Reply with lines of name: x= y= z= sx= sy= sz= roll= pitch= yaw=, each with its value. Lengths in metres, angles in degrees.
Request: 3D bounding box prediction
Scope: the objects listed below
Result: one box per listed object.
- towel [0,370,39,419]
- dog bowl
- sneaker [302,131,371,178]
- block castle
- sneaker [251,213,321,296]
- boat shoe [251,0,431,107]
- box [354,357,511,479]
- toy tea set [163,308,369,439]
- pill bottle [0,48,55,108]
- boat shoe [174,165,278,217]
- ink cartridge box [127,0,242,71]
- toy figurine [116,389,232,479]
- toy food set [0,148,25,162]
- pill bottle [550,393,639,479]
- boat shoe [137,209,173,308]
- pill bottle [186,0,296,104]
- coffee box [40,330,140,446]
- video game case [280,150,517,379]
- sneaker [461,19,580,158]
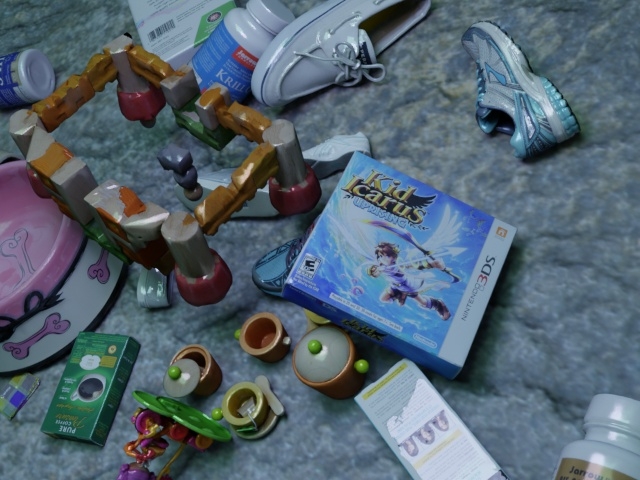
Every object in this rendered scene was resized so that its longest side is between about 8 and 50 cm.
towel: x=-0.531 y=0.265 z=1.605 sx=0.060 sy=0.009 sz=0.083 roll=27 pitch=74 yaw=34
dog bowl: x=-0.558 y=0.030 z=1.671 sx=0.408 sy=0.150 sz=0.408 roll=-12 pitch=54 yaw=17
sneaker: x=0.015 y=-0.147 z=1.584 sx=0.152 sy=0.053 sz=0.061 roll=-9 pitch=48 yaw=13
block castle: x=-0.255 y=-0.111 z=1.492 sx=0.453 sy=0.213 sz=0.303 roll=31 pitch=65 yaw=27
sneaker: x=0.000 y=0.000 z=1.446 sx=0.262 sy=0.125 sz=0.104 roll=-21 pitch=53 yaw=12
boat shoe: x=0.054 y=-0.340 z=1.644 sx=0.367 sy=0.136 sz=0.156 roll=-37 pitch=54 yaw=-13
box: x=0.155 y=0.278 z=1.240 sx=0.100 sy=0.060 sz=0.244 roll=-38 pitch=52 yaw=-1
toy tea set: x=-0.085 y=0.176 z=1.377 sx=0.336 sy=0.124 sz=0.200 roll=-26 pitch=53 yaw=9
pill bottle: x=-0.683 y=-0.344 z=1.994 sx=0.187 sy=0.112 sz=0.112 roll=-8 pitch=57 yaw=21
boat shoe: x=-0.149 y=-0.090 z=1.615 sx=0.228 sy=0.079 sz=0.081 roll=4 pitch=43 yaw=29
ink cartridge box: x=-0.258 y=-0.439 z=1.849 sx=0.201 sy=0.117 sz=0.278 roll=-28 pitch=52 yaw=6
toy figurine: x=-0.240 y=0.322 z=1.350 sx=0.130 sy=0.173 sz=0.159 roll=25 pitch=85 yaw=52
toy food set: x=-0.773 y=-0.083 z=1.901 sx=0.220 sy=0.092 sz=0.306 roll=18 pitch=61 yaw=34
pill bottle: x=0.337 y=0.307 z=1.091 sx=0.131 sy=0.131 sz=0.229 roll=14 pitch=67 yaw=31
boat shoe: x=-0.270 y=0.031 z=1.598 sx=0.063 sy=0.066 sz=0.184 roll=2 pitch=58 yaw=10
pill bottle: x=-0.148 y=-0.346 z=1.687 sx=0.221 sy=0.124 sz=0.124 roll=-46 pitch=47 yaw=27
coffee box: x=-0.381 y=0.243 z=1.527 sx=0.113 sy=0.040 sz=0.184 roll=1 pitch=60 yaw=26
video game case: x=0.117 y=0.030 z=1.317 sx=0.270 sy=0.061 sz=0.244 roll=26 pitch=62 yaw=3
sneaker: x=0.288 y=-0.245 z=1.478 sx=0.122 sy=0.110 sz=0.283 roll=-35 pitch=52 yaw=6
